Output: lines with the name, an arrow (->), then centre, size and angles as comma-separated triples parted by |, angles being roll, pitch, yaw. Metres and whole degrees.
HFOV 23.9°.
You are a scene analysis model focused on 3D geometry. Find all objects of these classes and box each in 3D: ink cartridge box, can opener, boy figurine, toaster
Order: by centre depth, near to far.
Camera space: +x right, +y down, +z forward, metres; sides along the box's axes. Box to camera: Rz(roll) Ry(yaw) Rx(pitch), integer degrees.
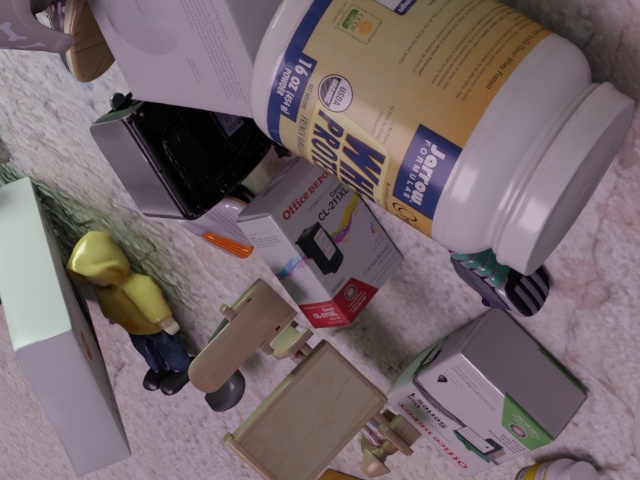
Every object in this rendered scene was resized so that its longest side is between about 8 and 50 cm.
toaster -> -0.161, -0.125, 1.824 | 0.110, 0.168, 0.185 | 2, 131, 51
ink cartridge box -> 0.000, 0.000, 1.833 | 0.072, 0.127, 0.175 | -9, 124, 51
ink cartridge box -> 0.201, 0.194, 1.886 | 0.160, 0.092, 0.219 | 44, 149, -2
can opener -> -0.118, 0.160, 2.220 | 0.093, 0.074, 0.280 | 52, 150, 15
boy figurine -> -0.287, 0.110, 2.335 | 0.177, 0.092, 0.285 | 10, 140, 46

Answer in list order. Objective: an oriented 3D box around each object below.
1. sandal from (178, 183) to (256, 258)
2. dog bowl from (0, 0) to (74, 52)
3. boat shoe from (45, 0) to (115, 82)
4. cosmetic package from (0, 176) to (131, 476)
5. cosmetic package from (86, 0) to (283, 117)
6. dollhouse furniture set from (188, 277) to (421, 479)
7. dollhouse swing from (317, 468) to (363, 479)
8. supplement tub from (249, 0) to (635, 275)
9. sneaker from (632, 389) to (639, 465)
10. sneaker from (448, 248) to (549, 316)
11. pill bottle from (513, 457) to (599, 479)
sandal -> -0.107, -0.038, 1.953 | 0.102, 0.076, 0.265 | 31, 165, -11
dog bowl -> -0.353, -0.366, 1.627 | 0.349, 0.102, 0.348 | 169, 90, -71
boat shoe -> -0.293, -0.318, 1.798 | 0.092, 0.103, 0.285 | 32, 145, 25
cosmetic package -> -0.405, 0.125, 2.291 | 0.377, 0.097, 0.284 | -117, 6, -48
cosmetic package -> -0.126, -0.266, 1.631 | 0.225, 0.138, 0.224 | 15, 140, 40
dollhouse furniture set -> -0.050, 0.200, 1.963 | 0.303, 0.174, 0.355 | 44, 175, -7
dollhouse swing -> 0.036, 0.586, 2.320 | 0.305, 0.347, 0.315 | 26, 146, 23
supplement tub -> 0.115, -0.129, 1.445 | 0.316, 0.228, 0.228 | 33, 148, 15
sneaker -> 0.418, 0.159, 1.559 | 0.150, 0.135, 0.366 | 26, 147, 30
sneaker -> 0.160, 0.002, 1.706 | 0.223, 0.083, 0.098 | 53, 152, -20
pill bottle -> 0.305, 0.316, 1.951 | 0.065, 0.065, 0.116 | 47, 150, -9
